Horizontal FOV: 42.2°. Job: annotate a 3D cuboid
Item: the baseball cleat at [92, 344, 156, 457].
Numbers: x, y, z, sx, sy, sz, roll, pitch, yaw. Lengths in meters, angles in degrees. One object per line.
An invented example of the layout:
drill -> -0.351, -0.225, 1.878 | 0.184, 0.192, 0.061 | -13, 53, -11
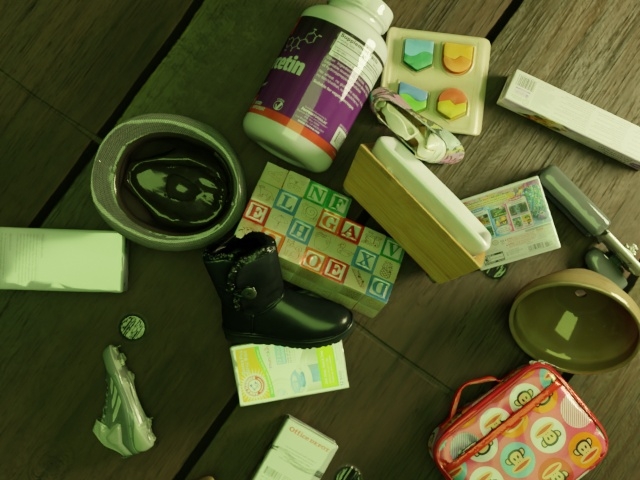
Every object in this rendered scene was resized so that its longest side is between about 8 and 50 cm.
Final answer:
baseball cleat -> -0.381, 0.300, 1.524 | 0.109, 0.072, 0.206 | -23, 85, 2

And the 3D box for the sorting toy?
sorting toy -> 0.222, -0.310, 1.603 | 0.208, 0.038, 0.193 | 7, 87, -3

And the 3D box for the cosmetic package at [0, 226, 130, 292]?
cosmetic package -> -0.472, 0.037, 1.525 | 0.231, 0.085, 0.117 | 3, 88, -5

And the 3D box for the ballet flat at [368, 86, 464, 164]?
ballet flat -> 0.176, -0.202, 1.558 | 0.221, 0.079, 0.077 | 37, 123, -13

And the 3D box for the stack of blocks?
stack of blocks -> 0.000, 0.000, 1.521 | 0.297, 0.087, 0.171 | 24, 62, -3

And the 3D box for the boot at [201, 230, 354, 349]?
boot -> -0.071, 0.085, 1.427 | 0.246, 0.094, 0.207 | -1, 130, 8

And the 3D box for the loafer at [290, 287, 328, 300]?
loafer -> -0.041, 0.119, 1.558 | 0.170, 0.062, 0.061 | -27, 93, -3

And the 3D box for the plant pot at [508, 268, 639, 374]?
plant pot -> 0.478, 0.132, 1.540 | 0.237, 0.237, 0.110 | 30, 45, -2

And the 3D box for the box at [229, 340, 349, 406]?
box -> -0.058, 0.230, 1.530 | 0.203, 0.103, 0.114 | -9, 88, -4

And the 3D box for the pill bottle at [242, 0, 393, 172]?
pill bottle -> 0.004, -0.298, 1.518 | 0.181, 0.181, 0.323 | 28, 86, -2

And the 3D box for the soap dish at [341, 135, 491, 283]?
soap dish -> 0.175, -0.055, 1.496 | 0.118, 0.229, 0.291 | -44, 86, 14

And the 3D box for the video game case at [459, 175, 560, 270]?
video game case -> 0.361, -0.032, 1.584 | 0.157, 0.019, 0.143 | -18, 88, 17

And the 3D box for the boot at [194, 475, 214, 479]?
boot -> -0.255, 0.591, 1.513 | 0.295, 0.104, 0.211 | -39, 96, 1

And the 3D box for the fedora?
fedora -> -0.274, -0.103, 1.520 | 0.275, 0.124, 0.244 | 9, 89, -10

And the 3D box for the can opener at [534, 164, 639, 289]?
can opener -> 0.511, -0.024, 1.590 | 0.093, 0.074, 0.280 | -40, 90, -5

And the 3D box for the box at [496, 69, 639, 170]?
box -> 0.502, -0.231, 1.604 | 0.324, 0.063, 0.067 | 24, 88, -2

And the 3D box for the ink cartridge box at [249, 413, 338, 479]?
ink cartridge box -> -0.051, 0.415, 1.542 | 0.109, 0.063, 0.150 | 30, 86, -1

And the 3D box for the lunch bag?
lunch bag -> 0.355, 0.367, 1.548 | 0.293, 0.120, 0.258 | -38, 86, -4
